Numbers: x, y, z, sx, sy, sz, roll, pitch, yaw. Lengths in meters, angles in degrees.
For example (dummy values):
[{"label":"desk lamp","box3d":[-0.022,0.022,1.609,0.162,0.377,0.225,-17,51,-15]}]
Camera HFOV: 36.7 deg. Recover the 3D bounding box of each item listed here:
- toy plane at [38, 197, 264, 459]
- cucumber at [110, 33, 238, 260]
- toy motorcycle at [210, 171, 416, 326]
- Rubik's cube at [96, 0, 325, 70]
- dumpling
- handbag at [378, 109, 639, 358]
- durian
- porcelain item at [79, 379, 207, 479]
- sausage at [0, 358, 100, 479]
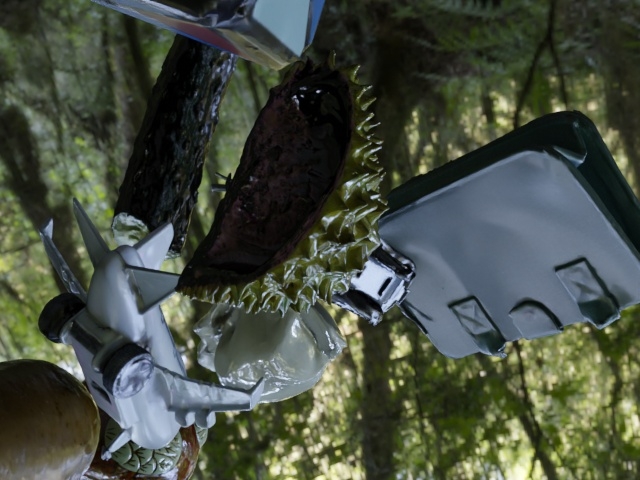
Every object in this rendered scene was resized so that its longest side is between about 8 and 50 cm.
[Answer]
[{"label":"toy plane","box3d":[-0.151,0.092,0.765,0.251,0.255,0.101,33,-130,28]},{"label":"cucumber","box3d":[-0.133,-0.131,0.952,0.081,0.072,0.304,-6,-116,49]},{"label":"toy motorcycle","box3d":[0.000,0.000,1.045,0.091,0.263,0.157,-52,-139,7]},{"label":"Rubik's cube","box3d":[-0.107,-0.290,0.719,0.248,0.250,0.246,19,-175,7]},{"label":"dumpling","box3d":[-0.067,0.118,1.137,0.250,0.162,0.132,-38,-158,52]},{"label":"handbag","box3d":[0.216,0.011,1.131,0.326,0.238,0.089,-27,-166,45]},{"label":"durian","box3d":[0.007,-0.015,0.623,0.119,0.108,0.187,33,-84,49]},{"label":"porcelain item","box3d":[-0.307,0.295,1.557,0.252,0.253,0.253,-13,-151,7]},{"label":"sausage","box3d":[-0.274,0.143,0.616,0.123,0.136,0.501,19,176,12]}]
